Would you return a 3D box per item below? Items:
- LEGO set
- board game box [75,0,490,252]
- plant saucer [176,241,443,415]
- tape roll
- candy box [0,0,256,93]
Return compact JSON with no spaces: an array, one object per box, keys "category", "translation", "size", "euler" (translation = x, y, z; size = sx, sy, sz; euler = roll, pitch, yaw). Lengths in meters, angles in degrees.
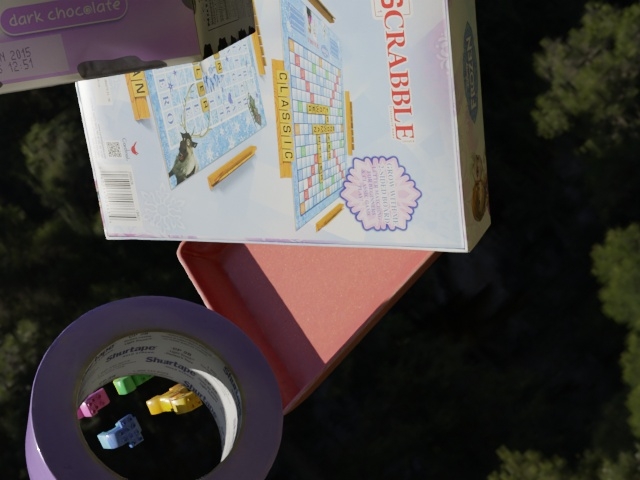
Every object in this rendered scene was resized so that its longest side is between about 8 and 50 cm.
[{"category":"LEGO set","translation":[-0.210,0.196,1.330],"size":[0.227,0.087,0.093],"euler":[-31,11,-36]},{"category":"board game box","translation":[-0.043,-0.153,0.779],"size":[0.066,0.317,0.319],"euler":[-42,-50,-58]},{"category":"plant saucer","translation":[0.000,0.000,1.004],"size":[0.259,0.258,0.047],"euler":[-48,-44,11]},{"category":"tape roll","translation":[-0.129,0.143,0.806],"size":[0.189,0.189,0.080],"euler":[-32,-19,-33]},{"category":"candy box","translation":[-0.125,-0.114,0.494],"size":[0.164,0.070,0.196],"euler":[-7,14,5]}]
